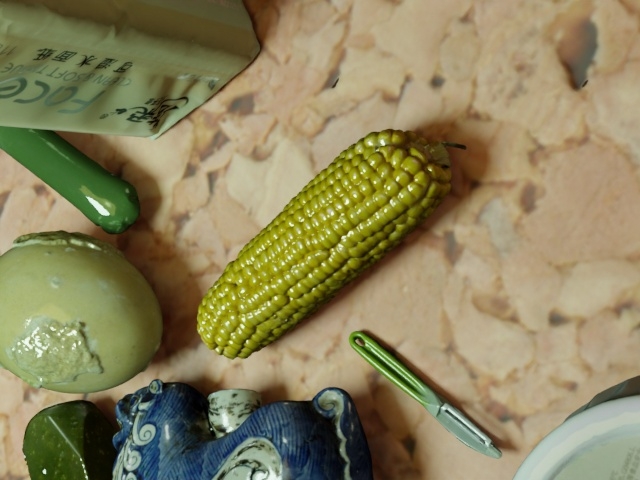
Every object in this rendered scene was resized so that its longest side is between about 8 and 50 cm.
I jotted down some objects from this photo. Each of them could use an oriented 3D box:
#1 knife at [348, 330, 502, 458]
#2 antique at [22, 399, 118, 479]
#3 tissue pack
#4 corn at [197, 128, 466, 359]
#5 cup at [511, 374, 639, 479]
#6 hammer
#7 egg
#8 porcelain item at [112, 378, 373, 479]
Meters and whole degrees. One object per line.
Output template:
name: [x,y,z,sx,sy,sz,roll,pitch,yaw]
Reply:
knife: [0.095,0.141,1.068,0.184,0.026,0.022,39,67,25]
antique: [-0.237,0.273,1.200,0.080,0.081,0.220,-24,75,22]
tissue pack: [-0.283,-0.277,1.054,0.205,0.405,0.331,-34,75,27]
corn: [0.000,0.000,1.073,0.310,0.101,0.101,-39,73,22]
cup: [0.274,0.201,0.789,0.253,0.372,0.253,-5,80,29]
hammer: [-0.315,-0.116,1.242,0.336,0.119,0.206,36,106,16]
egg: [-0.251,0.073,1.173,0.202,0.164,0.164,17,98,25]
porcelain item: [-0.082,0.214,1.111,0.288,0.138,0.186,-18,65,31]
